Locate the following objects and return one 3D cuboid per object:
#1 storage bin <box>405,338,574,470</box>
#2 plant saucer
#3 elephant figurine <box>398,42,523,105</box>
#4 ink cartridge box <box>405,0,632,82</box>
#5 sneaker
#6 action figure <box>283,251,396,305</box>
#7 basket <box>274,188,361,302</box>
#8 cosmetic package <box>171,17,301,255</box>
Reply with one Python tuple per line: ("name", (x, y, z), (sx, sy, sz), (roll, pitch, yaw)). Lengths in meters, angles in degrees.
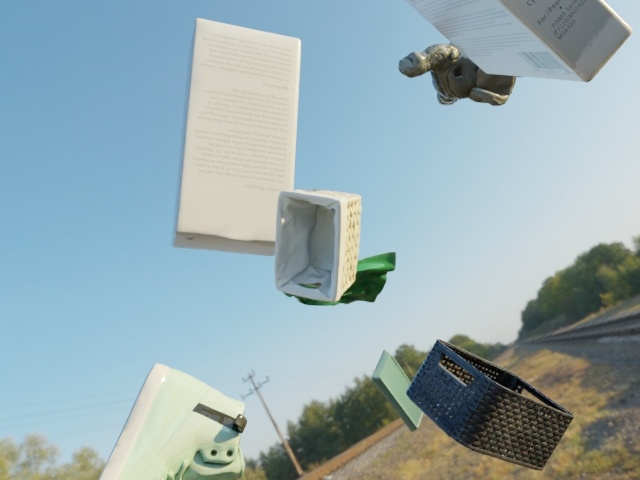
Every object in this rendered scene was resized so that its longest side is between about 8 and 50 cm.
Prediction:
("storage bin", (0.214, 0.208, 0.729), (0.180, 0.122, 0.084), (26, -85, -32))
("plant saucer", (0.155, 0.290, 1.101), (0.018, 0.192, 0.067), (-1, 46, 38))
("elephant figurine", (0.259, -0.302, 1.011), (0.239, 0.186, 0.169), (-52, -3, -11))
("ink cartridge box", (0.153, -0.280, 0.627), (0.066, 0.261, 0.296), (-52, 13, 12))
("sneaker", (-0.170, 0.282, 0.658), (0.151, 0.255, 0.094), (21, -30, -6))
("action figure", (0.029, 0.080, 1.122), (0.232, 0.063, 0.137), (-6, -53, -33))
("basket", (0.000, 0.000, 0.929), (0.113, 0.167, 0.103), (10, 17, 24))
("cosmetic package", (-0.178, -0.207, 1.220), (0.230, 0.452, 0.161), (6, -12, -17))
